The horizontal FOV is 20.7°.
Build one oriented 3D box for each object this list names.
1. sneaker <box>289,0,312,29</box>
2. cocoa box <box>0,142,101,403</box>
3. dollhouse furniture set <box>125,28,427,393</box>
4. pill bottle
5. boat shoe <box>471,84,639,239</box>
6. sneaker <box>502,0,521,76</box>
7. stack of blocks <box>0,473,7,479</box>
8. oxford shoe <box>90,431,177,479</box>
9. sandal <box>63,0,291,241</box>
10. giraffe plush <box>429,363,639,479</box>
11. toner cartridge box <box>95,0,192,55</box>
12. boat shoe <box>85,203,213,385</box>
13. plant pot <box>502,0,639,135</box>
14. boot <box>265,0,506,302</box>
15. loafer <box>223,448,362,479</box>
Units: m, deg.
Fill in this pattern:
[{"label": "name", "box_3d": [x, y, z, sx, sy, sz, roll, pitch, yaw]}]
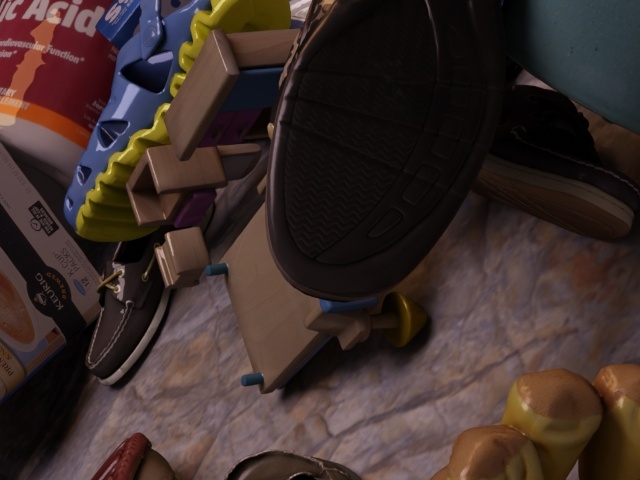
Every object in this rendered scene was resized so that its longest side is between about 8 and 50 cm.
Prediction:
[{"label": "sneaker", "box_3d": [-0.064, -0.154, 1.746, 0.296, 0.112, 0.131, -34, 40, 39]}, {"label": "cocoa box", "box_3d": [-0.436, 0.018, 1.807, 0.231, 0.347, 0.228, -28, 11, 38]}, {"label": "dollhouse furniture set", "box_3d": [0.000, 0.000, 1.524, 0.286, 0.198, 0.303, -53, 51, 53]}, {"label": "pill bottle", "box_3d": [-0.268, -0.219, 2.004, 0.224, 0.224, 0.392, -16, 46, 50]}, {"label": "boat shoe", "box_3d": [0.158, -0.073, 1.324, 0.092, 0.103, 0.285, -59, 22, 0]}, {"label": "sneaker", "box_3d": [0.157, -0.197, 1.503, 0.152, 0.058, 0.084, -64, 23, -10]}, {"label": "stack of blocks", "box_3d": [-0.422, 0.365, 1.734, 0.297, 0.087, 0.171, -51, 28, 5]}, {"label": "oxford shoe", "box_3d": [-0.143, 0.253, 1.409, 0.123, 0.130, 0.348, -54, 7, 6]}, {"label": "sandal", "box_3d": [-0.154, -0.140, 1.695, 0.138, 0.126, 0.317, 44, 107, 35]}, {"label": "giraffe plush", "box_3d": [0.127, 0.184, 1.056, 0.170, 0.181, 0.210, -15, 81, 64]}, {"label": "toner cartridge box", "box_3d": [-0.068, -0.311, 1.867, 0.348, 0.165, 0.075, -53, 29, 3]}, {"label": "boat shoe", "box_3d": [-0.187, 0.035, 1.763, 0.081, 0.069, 0.227, -9, 51, 53]}, {"label": "plant pot", "box_3d": [0.252, -0.206, 1.183, 0.255, 0.272, 0.271, -63, 25, 18]}, {"label": "boot", "box_3d": [0.033, -0.099, 1.240, 0.284, 0.138, 0.377, 118, 164, -68]}, {"label": "loafer", "box_3d": [-0.012, 0.197, 1.292, 0.251, 0.087, 0.094, 8, 65, 59]}]
